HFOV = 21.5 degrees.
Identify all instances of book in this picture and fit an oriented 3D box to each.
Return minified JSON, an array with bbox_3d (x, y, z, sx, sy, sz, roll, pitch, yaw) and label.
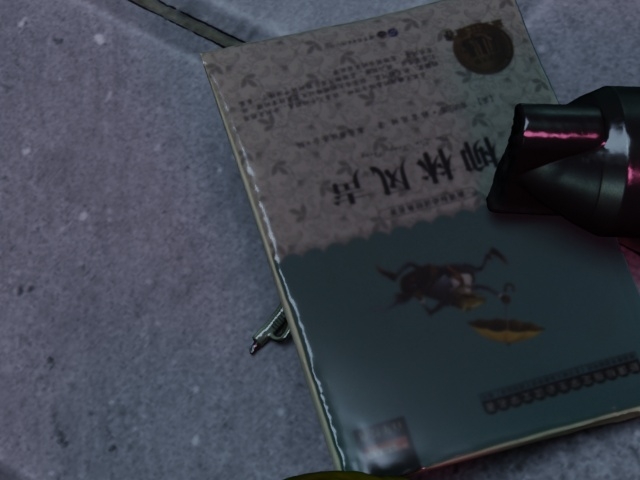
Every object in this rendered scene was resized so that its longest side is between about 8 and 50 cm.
[{"bbox_3d":[0.085,-0.013,1.277,0.264,0.031,0.379,-15,66,-11],"label":"book"}]

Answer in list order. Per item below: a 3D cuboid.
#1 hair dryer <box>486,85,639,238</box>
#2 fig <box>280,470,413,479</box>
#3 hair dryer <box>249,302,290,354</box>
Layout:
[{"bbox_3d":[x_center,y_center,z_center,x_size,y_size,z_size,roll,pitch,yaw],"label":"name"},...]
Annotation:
[{"bbox_3d":[0.253,0.033,1.206,0.244,0.116,0.302,0,70,-7],"label":"hair dryer"},{"bbox_3d":[0.003,0.280,1.083,0.271,0.239,0.239,-52,56,17],"label":"fig"},{"bbox_3d":[-0.001,-0.019,1.364,0.199,0.067,0.167,-32,58,7],"label":"hair dryer"}]
